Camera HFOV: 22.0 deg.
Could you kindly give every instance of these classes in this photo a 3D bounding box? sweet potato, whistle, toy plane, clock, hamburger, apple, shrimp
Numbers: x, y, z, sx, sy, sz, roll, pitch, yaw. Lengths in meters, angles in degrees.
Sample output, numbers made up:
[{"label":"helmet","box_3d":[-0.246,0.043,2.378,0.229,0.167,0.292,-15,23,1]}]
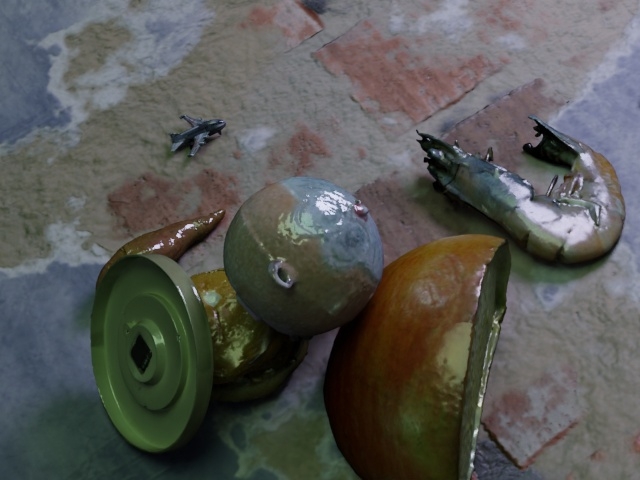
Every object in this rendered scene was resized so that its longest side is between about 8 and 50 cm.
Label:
[{"label":"sweet potato","box_3d":[-0.214,0.016,2.113,0.226,0.068,0.068,-39,53,-16]},{"label":"whistle","box_3d":[0.000,0.000,1.915,0.189,0.189,0.348,-4,10,13]},{"label":"toy plane","box_3d":[-0.167,-0.146,2.247,0.083,0.031,0.078,-16,50,4]},{"label":"clock","box_3d":[-0.202,0.132,1.928,0.029,0.235,0.235,-4,39,-38]},{"label":"hamburger","box_3d":[-0.110,0.119,1.980,0.177,0.113,0.185,32,75,27]},{"label":"apple","box_3d":[0.120,0.139,1.882,0.179,0.254,0.346,27,55,-17]},{"label":"shrimp","box_3d":[0.260,-0.084,2.054,0.178,0.075,0.289,-38,51,-24]}]
